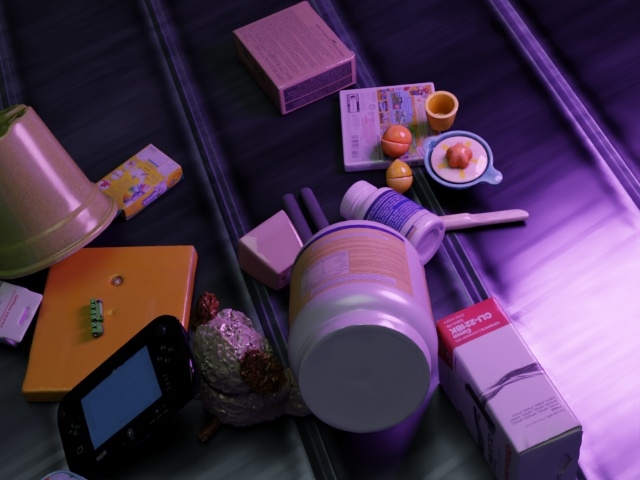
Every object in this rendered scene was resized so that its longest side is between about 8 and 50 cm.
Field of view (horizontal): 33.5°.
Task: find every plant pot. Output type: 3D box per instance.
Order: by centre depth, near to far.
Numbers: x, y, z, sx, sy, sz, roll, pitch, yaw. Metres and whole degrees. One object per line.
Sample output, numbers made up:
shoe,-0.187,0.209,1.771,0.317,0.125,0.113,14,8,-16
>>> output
plant pot,-0.083,0.028,2.017,0.109,0.109,0.096,-36,68,-20
plant pot,-0.567,-0.109,2.018,0.276,0.253,0.276,-21,25,10

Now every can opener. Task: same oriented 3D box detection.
can opener,0.000,0.000,2.029,0.076,0.095,0.283,-20,56,-10

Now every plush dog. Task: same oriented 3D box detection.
plush dog,-0.148,0.213,1.793,0.211,0.225,0.262,-40,58,-23

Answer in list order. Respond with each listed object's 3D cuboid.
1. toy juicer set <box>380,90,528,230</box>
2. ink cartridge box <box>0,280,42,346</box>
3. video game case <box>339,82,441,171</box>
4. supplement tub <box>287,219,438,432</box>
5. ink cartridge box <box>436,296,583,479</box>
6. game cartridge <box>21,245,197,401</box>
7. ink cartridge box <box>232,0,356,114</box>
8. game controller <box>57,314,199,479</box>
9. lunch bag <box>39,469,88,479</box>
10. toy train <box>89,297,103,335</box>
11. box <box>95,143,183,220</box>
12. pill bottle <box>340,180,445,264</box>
toy juicer set,0.240,-0.140,2.098,0.209,0.089,0.329,-25,62,-9
ink cartridge box,-0.606,0.133,2.003,0.180,0.060,0.104,16,70,18
video game case,0.148,-0.242,2.252,0.207,0.026,0.226,-5,50,3
supplement tub,0.066,0.136,1.761,0.241,0.241,0.331,-5,27,3
ink cartridge box,0.299,0.262,1.721,0.114,0.197,0.272,-23,52,-10
game cartridge,-0.387,0.152,1.989,0.286,0.052,0.323,-1,54,6
ink cartridge box,-0.059,-0.409,2.369,0.193,0.088,0.234,-25,52,-15
game controller,-0.325,0.265,1.780,0.319,0.067,0.166,-40,46,23
lunch bag,-0.374,0.508,1.659,0.279,0.107,0.224,26,59,24
toy train,-0.411,0.140,1.957,0.024,0.017,0.083,-5,52,-10
box,-0.384,-0.114,2.201,0.179,0.043,0.105,-38,57,-24
pill bottle,0.133,-0.036,2.033,0.187,0.112,0.112,33,62,28
